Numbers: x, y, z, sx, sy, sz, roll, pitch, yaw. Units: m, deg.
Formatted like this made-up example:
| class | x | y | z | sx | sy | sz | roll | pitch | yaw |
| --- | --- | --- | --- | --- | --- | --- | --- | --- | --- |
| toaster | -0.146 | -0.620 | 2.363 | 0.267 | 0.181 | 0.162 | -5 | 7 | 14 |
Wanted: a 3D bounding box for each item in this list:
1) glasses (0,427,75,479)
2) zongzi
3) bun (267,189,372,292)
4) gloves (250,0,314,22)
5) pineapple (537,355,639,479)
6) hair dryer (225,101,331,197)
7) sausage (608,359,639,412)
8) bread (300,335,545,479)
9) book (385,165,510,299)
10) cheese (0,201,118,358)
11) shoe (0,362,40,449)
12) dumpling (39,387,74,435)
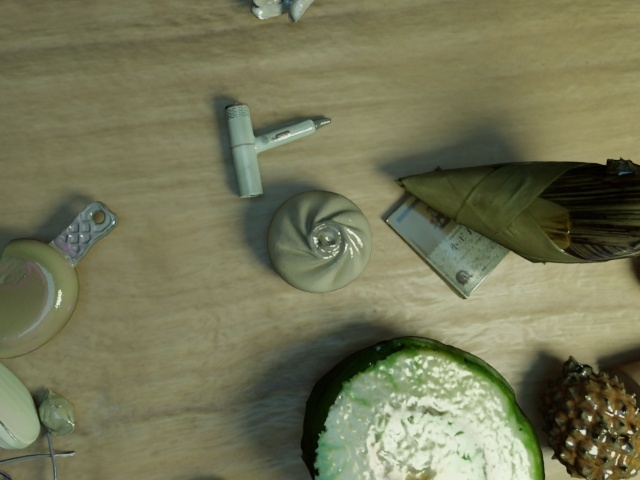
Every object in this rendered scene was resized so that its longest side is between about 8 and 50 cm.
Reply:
| class | x | y | z | sx | sy | sz | roll | pitch | yaw |
| --- | --- | --- | --- | --- | --- | --- | --- | --- | --- |
| glasses | -0.446 | 0.358 | 0.788 | 0.140 | 0.062 | 0.103 | 37 | 84 | -4 |
| zongzi | 0.300 | -0.057 | 0.730 | 0.318 | 0.289 | 0.154 | 11 | 84 | -13 |
| bun | 0.000 | 0.000 | 0.808 | 0.173 | 0.120 | 0.172 | 0 | 86 | -6 |
| gloves | -0.025 | -0.446 | 0.830 | 0.229 | 0.097 | 0.119 | -39 | 79 | -7 |
| pineapple | 0.434 | 0.282 | 0.814 | 0.166 | 0.166 | 0.192 | -13 | 77 | -5 |
| hair dryer | -0.058 | -0.159 | 0.848 | 0.183 | 0.044 | 0.154 | -9 | 91 | -8 |
| sausage | 0.633 | 0.239 | 0.851 | 0.253 | 0.123 | 0.123 | -17 | 90 | -5 |
| bread | 0.150 | 0.345 | 0.776 | 0.367 | 0.129 | 0.381 | 12 | 74 | -9 |
| book | 0.228 | -0.013 | 0.877 | 0.199 | 0.016 | 0.138 | 44 | 85 | -2 |
| cheese | -0.437 | 0.050 | 0.792 | 0.163 | 0.082 | 0.286 | 41 | 83 | -3 |
| shoe | -0.553 | 0.232 | 0.773 | 0.110 | 0.095 | 0.265 | -40 | 86 | 1 |
| dumpling | -0.425 | 0.280 | 0.804 | 0.077 | 0.043 | 0.059 | 41 | 108 | -6 |
